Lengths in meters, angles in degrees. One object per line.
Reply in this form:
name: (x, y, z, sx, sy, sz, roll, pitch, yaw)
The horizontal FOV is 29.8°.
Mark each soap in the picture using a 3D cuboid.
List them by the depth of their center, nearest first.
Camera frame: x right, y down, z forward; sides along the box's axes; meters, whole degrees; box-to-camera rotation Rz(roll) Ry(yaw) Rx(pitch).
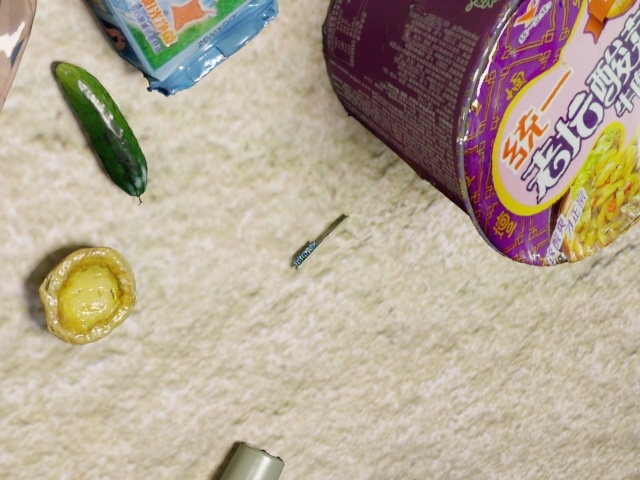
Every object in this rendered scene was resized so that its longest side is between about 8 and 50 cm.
soap: (-0.144, -0.265, 0.996, 0.156, 0.077, 0.293, -42, 132, -13)

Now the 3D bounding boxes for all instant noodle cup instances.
instant noodle cup: (0.180, -0.173, 1.173, 0.340, 0.266, 0.339, -17, 122, -30)

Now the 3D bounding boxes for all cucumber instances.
cucumber: (-0.188, -0.094, 1.083, 0.039, 0.039, 0.168, -38, 129, -17)

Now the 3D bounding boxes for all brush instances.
brush: (0.000, 0.000, 1.295, 0.083, 0.016, 0.013, -44, 93, -15)

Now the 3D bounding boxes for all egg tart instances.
egg tart: (-0.221, 0.048, 1.130, 0.105, 0.039, 0.105, -18, 123, -30)

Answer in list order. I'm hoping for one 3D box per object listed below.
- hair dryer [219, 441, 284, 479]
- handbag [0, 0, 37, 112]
hair dryer: (-0.092, 0.367, 1.386, 0.298, 0.119, 0.295, 0, 110, -56)
handbag: (-0.341, -0.110, 0.857, 0.193, 0.190, 0.251, 19, 93, -36)
